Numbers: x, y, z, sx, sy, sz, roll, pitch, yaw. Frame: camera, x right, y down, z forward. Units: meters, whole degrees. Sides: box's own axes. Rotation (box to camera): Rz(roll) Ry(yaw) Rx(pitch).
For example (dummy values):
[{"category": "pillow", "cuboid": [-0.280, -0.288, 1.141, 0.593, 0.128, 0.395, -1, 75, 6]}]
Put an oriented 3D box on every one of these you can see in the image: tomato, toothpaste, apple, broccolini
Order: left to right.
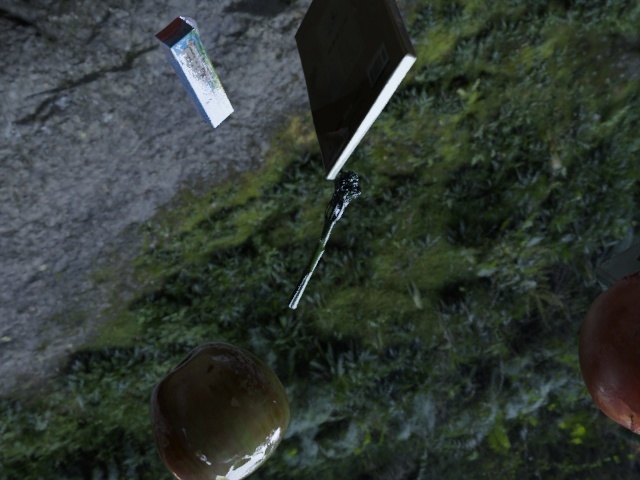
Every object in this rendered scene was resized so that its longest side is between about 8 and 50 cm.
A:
[{"category": "toothpaste", "cuboid": [-0.188, -0.269, 1.025, 0.070, 0.044, 0.193, -45, 153, -12]}, {"category": "apple", "cuboid": [-0.190, 0.316, 1.170, 0.257, 0.234, 0.257, -43, -176, 4]}, {"category": "broccolini", "cuboid": [-0.001, -0.001, 0.917, 0.218, 0.042, 0.044, -63, 166, 17]}, {"category": "tomato", "cuboid": [0.416, 0.137, 0.756, 0.208, 0.184, 0.208, -3, 140, -3]}]

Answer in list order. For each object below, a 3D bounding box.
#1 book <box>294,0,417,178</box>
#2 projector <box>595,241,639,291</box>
[{"category": "book", "cuboid": [0.034, -0.267, 0.874, 0.021, 0.310, 0.217, 8, 141, -25]}, {"category": "projector", "cuboid": [0.645, 0.068, 1.188, 0.192, 0.099, 0.257, -32, -173, 10]}]
